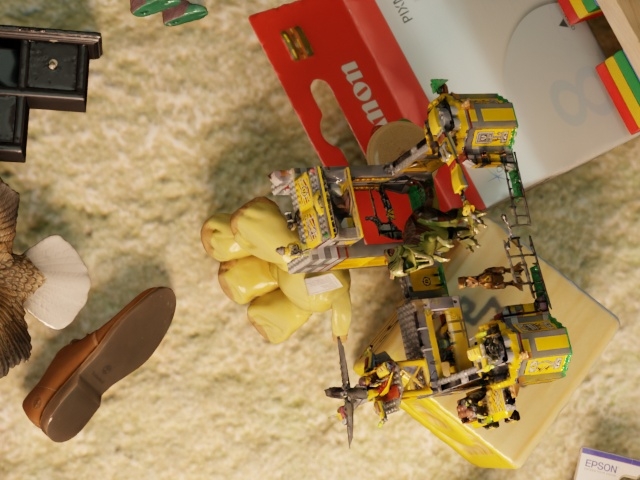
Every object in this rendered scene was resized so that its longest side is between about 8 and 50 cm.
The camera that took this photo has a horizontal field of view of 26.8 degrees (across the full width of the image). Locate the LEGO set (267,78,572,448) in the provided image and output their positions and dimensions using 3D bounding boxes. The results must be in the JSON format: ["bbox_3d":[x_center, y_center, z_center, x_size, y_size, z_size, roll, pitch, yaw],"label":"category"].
[{"bbox_3d":[0.074,0.023,1.261,0.192,0.255,0.331,-4,83,-29],"label":"LEGO set"}]

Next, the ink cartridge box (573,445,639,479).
[{"bbox_3d":[0.328,0.410,1.516,0.165,0.065,0.332,15,81,-4],"label":"ink cartridge box"}]

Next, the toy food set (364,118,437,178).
[{"bbox_3d":[0.087,-0.089,1.433,0.083,0.020,0.083,26,74,-7],"label":"toy food set"}]

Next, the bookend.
[{"bbox_3d":[-0.330,-0.156,1.511,0.156,0.072,0.157,4,81,-7],"label":"bookend"}]

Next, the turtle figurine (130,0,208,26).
[{"bbox_3d":[-0.199,-0.369,1.544,0.175,0.118,0.234,-8,82,-50],"label":"turtle figurine"}]

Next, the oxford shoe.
[{"bbox_3d":[-0.247,0.121,1.485,0.076,0.076,0.212,27,63,37],"label":"oxford shoe"}]

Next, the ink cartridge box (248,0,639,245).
[{"bbox_3d":[0.150,-0.186,1.504,0.385,0.091,0.308,-25,86,-35],"label":"ink cartridge box"}]

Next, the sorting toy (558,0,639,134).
[{"bbox_3d":[0.406,-0.256,1.577,0.255,0.089,0.257,-23,83,-38],"label":"sorting toy"}]

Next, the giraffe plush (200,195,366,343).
[{"bbox_3d":[0.000,0.000,1.493,0.170,0.210,0.181,-43,122,-35],"label":"giraffe plush"}]

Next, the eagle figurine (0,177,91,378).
[{"bbox_3d":[-0.374,0.039,1.359,0.226,0.298,0.225,38,78,0],"label":"eagle figurine"}]

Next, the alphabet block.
[{"bbox_3d":[0.176,0.117,1.478,0.193,0.192,0.197,38,79,1],"label":"alphabet block"}]
